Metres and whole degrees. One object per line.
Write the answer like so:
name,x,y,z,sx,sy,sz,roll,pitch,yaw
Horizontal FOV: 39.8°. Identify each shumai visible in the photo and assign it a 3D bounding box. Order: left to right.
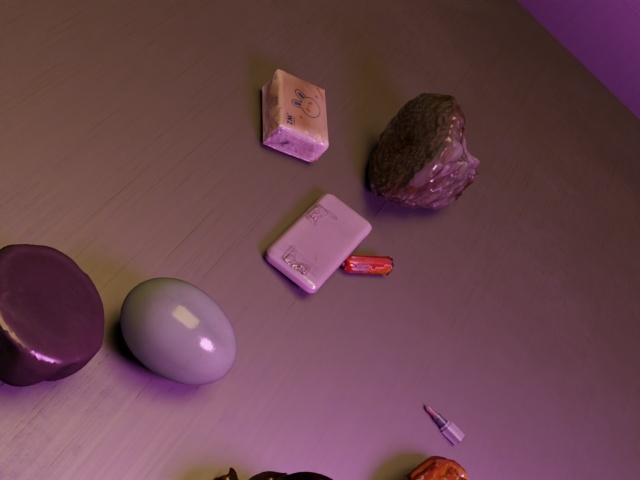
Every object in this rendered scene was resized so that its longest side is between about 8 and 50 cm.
shumai,0.297,-0.184,2.224,0.263,0.309,0.304,36,10,-32

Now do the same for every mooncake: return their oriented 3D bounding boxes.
mooncake,-0.470,0.122,1.445,0.245,0.133,0.245,34,38,-32

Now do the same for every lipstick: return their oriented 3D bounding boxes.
lipstick,0.267,0.399,1.934,0.107,0.025,0.025,44,42,7

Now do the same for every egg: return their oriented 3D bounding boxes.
egg,-0.252,0.164,1.586,0.231,0.168,0.168,39,43,-14

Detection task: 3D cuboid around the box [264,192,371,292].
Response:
box,0.000,0.000,1.988,0.142,0.044,0.285,37,44,7

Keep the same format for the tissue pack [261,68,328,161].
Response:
tissue pack,-0.061,-0.301,2.143,0.148,0.092,0.196,18,50,-28

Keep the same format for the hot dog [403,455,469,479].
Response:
hot dog,0.235,0.536,1.736,0.272,0.122,0.196,-25,71,-45

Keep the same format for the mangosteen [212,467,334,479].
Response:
mangosteen,-0.063,0.482,1.497,0.231,0.231,0.289,-12,33,-43

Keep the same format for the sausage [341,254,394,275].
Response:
sausage,0.101,0.055,2.040,0.145,0.050,0.048,5,86,-35
